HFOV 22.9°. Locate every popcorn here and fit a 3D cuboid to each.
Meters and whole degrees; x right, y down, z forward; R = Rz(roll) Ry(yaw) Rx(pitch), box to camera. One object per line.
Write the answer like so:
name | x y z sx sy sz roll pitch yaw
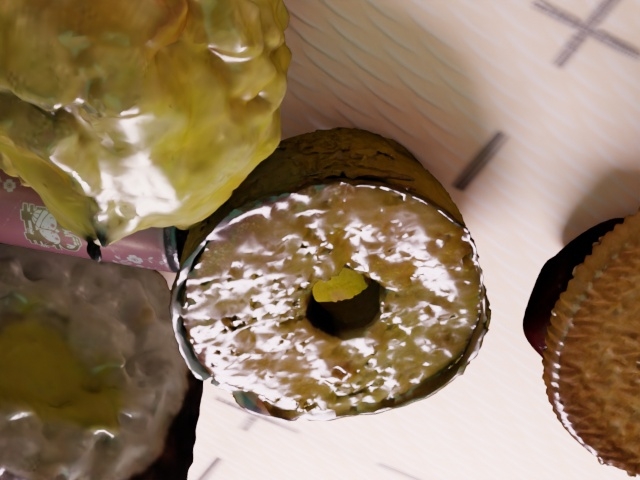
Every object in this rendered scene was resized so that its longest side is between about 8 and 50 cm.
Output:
popcorn | -0.144 -0.115 1.087 0.252 0.215 0.286 -2 146 16

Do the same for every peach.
peach | 0.018 0.042 1.380 0.083 0.050 0.077 -19 111 29

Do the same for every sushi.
sushi | -0.277 0.155 1.473 0.299 0.281 0.294 41 142 -9

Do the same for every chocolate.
chocolate | 0.220 0.032 1.247 0.080 0.125 0.148 40 104 -17

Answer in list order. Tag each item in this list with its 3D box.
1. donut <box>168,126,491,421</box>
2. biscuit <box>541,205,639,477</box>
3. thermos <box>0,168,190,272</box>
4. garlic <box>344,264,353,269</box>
donut | 0.008 0.026 1.254 0.272 0.107 0.272 -4 132 -4
biscuit | 0.308 0.062 1.178 0.305 0.038 0.305 -7 126 -10
thermos | -0.259 -0.056 1.302 0.330 0.109 0.136 9 159 12
garlic | 0.000 0.000 1.325 0.083 0.053 0.041 5 149 -20
